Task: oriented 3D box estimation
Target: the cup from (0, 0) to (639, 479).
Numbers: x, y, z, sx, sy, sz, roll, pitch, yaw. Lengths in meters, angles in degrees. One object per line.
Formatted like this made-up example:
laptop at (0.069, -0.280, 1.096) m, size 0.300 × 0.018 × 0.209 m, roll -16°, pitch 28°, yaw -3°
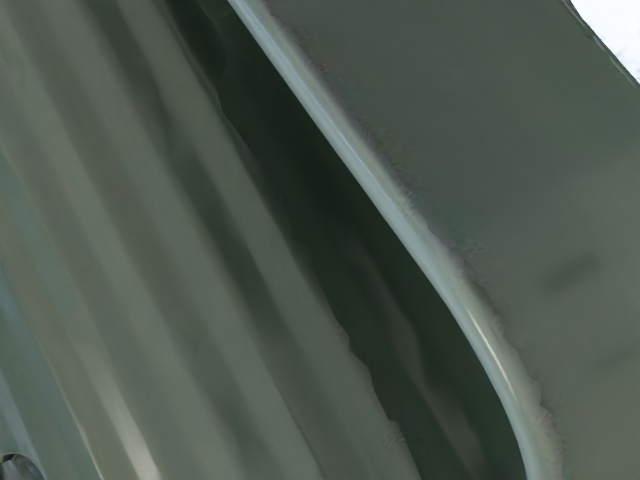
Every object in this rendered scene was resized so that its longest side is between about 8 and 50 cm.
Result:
cup at (0.015, -0.008, 0.560) m, size 0.310 × 0.401 × 0.392 m, roll -28°, pitch -91°, yaw -44°
